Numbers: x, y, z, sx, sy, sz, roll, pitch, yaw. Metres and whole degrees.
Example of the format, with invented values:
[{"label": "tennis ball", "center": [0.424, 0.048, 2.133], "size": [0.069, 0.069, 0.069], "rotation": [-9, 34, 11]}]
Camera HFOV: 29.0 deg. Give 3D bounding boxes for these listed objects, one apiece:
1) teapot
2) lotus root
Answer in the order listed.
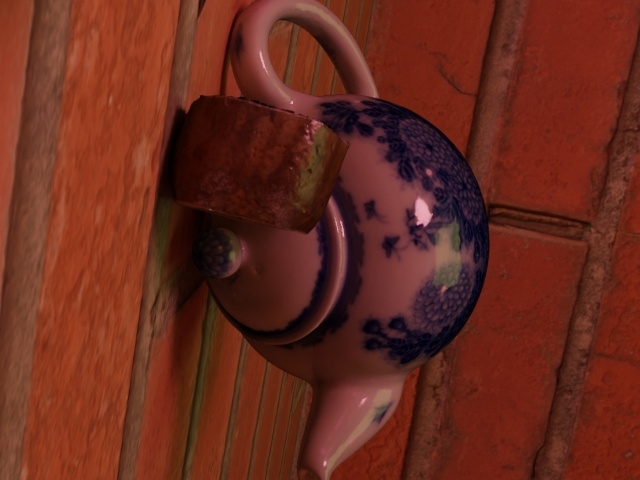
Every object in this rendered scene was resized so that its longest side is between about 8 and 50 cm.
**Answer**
[{"label": "teapot", "center": [0.000, 0.000, 1.044], "size": [0.280, 0.252, 0.423], "rotation": [-5, 87, -48]}, {"label": "lotus root", "center": [-0.045, -0.052, 0.895], "size": [0.112, 0.122, 0.081], "rotation": [144, -41, -86]}]
